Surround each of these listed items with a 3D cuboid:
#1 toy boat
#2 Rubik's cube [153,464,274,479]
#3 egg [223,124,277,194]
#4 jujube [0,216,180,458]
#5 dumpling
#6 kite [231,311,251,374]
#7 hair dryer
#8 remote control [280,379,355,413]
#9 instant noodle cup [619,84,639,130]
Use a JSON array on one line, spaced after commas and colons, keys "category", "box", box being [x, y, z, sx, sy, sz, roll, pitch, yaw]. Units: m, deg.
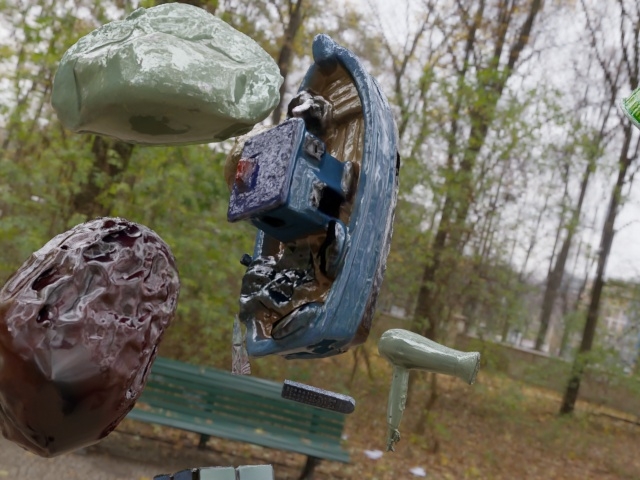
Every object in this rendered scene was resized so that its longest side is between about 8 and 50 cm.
[{"category": "toy boat", "box": [-0.009, -0.034, 0.500, 0.100, 0.223, 0.097, -18, -37, 42]}, {"category": "Rubik's cube", "box": [-0.196, 0.513, 1.520, 0.180, 0.167, 0.183, 10, -23, -37]}, {"category": "egg", "box": [-0.063, -0.102, 1.445, 0.233, 0.195, 0.195, 41, -15, -26]}, {"category": "jujube", "box": [-0.358, 0.134, 1.201, 0.258, 0.377, 0.258, 9, -47, 10]}, {"category": "dumpling", "box": [-0.255, -0.243, 1.315, 0.320, 0.212, 0.270, 8, 35, -26]}, {"category": "kite", "box": [-0.127, 0.168, 1.344, 0.005, 0.137, 0.153, 1, 35, 13]}, {"category": "hair dryer", "box": [0.186, 0.303, 1.578, 0.206, 0.237, 0.075, 15, -8, 36]}, {"category": "remote control", "box": [-0.004, 0.318, 1.649, 0.152, 0.044, 0.027, 14, 41, -1]}, {"category": "instant noodle cup", "box": [0.636, -0.251, 1.293, 0.207, 0.233, 0.207, 24, 33, -17]}]
